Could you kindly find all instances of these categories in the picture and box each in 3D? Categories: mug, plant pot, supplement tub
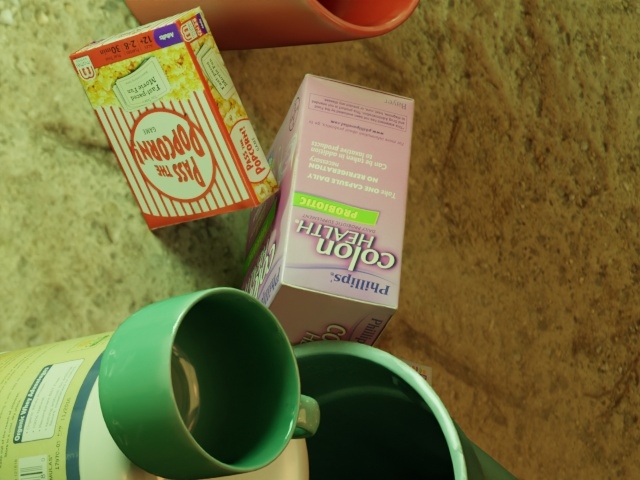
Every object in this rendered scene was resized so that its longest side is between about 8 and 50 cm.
[{"bbox_3d":[-0.085,0.114,1.236,0.158,0.097,0.129,57,44,-22],"label":"mug"},{"bbox_3d":[0.069,0.311,1.722,0.334,0.341,0.341,34,56,-50],"label":"plant pot"},{"bbox_3d":[-0.061,-0.308,1.755,0.275,0.243,0.275,16,68,-47],"label":"plant pot"},{"bbox_3d":[-0.192,0.193,1.414,0.228,0.316,0.228,15,69,-47],"label":"supplement tub"}]

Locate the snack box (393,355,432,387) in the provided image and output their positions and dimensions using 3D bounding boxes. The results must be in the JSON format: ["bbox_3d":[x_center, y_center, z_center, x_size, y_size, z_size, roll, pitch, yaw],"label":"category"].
[{"bbox_3d":[0.041,0.145,1.883,0.141,0.100,0.037,20,66,-47],"label":"snack box"}]

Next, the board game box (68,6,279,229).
[{"bbox_3d":[-0.141,-0.114,1.688,0.045,0.147,0.193,-41,112,-48],"label":"board game box"}]

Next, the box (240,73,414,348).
[{"bbox_3d":[0.000,0.000,1.740,0.117,0.213,0.243,12,59,-11],"label":"box"}]
